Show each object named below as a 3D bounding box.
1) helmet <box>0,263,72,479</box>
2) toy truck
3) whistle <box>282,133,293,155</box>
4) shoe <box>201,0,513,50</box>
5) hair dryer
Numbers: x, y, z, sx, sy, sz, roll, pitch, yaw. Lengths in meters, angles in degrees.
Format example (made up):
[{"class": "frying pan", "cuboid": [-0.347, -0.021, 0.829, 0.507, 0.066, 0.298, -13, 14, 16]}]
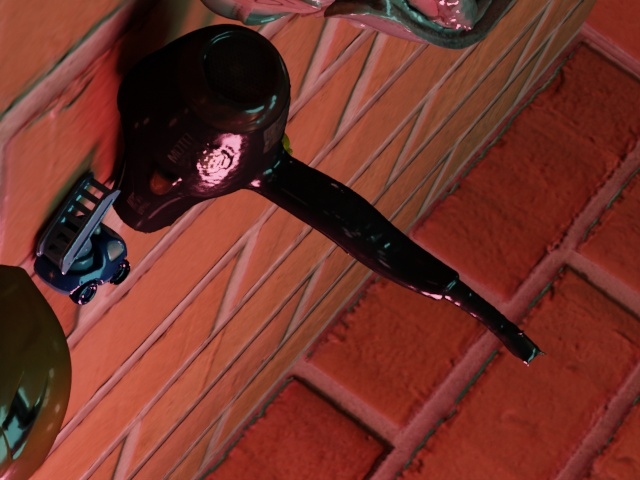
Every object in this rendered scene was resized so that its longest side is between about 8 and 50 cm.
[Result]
[{"class": "helmet", "cuboid": [-0.250, 0.122, 1.225, 0.224, 0.130, 0.198, -52, 169, -2]}, {"class": "toy truck", "cuboid": [-0.178, -0.004, 1.377, 0.073, 0.056, 0.090, -36, 149, -41]}, {"class": "whistle", "cuboid": [-0.065, -0.102, 1.394, 0.046, 0.109, 0.057, -46, 164, -39]}, {"class": "shoe", "cuboid": [0.030, -0.193, 1.103, 0.172, 0.198, 0.351, -45, -177, -22]}, {"class": "hair dryer", "cuboid": [0.000, 0.000, 1.325, 0.120, 0.359, 0.304, -57, -177, -27]}]
